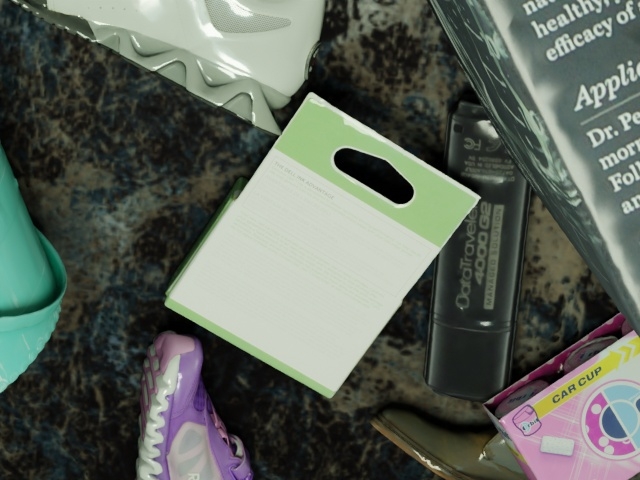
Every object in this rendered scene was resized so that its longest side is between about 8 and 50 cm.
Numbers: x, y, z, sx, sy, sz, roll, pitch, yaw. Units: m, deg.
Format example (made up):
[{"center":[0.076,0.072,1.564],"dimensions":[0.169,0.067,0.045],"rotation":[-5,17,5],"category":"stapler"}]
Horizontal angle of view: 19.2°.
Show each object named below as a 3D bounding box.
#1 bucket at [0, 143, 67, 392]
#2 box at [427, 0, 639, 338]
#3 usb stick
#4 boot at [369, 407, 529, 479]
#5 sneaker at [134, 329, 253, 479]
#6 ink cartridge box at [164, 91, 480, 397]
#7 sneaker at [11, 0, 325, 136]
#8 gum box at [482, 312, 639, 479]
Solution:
[{"center":[-0.346,0.019,1.494],"dimensions":[0.281,0.281,0.183],"rotation":[-17,123,10],"category":"bucket"},{"center":[0.180,-0.257,1.172],"dimensions":[0.297,0.480,0.472],"rotation":[-26,106,3],"category":"box"},{"center":[0.134,0.011,1.592],"dimensions":[0.077,0.045,0.278],"rotation":[7,117,8],"category":"usb stick"},{"center":[0.158,0.172,1.668],"dimensions":[0.219,0.082,0.106],"rotation":[27,92,-6],"category":"boot"},{"center":[-0.109,0.182,1.665],"dimensions":[0.104,0.095,0.236],"rotation":[2,121,-6],"category":"sneaker"},{"center":[0.000,0.000,1.582],"dimensions":[0.171,0.056,0.235],"rotation":[31,113,-11],"category":"ink cartridge box"},{"center":[-0.149,-0.216,1.465],"dimensions":[0.330,0.122,0.146],"rotation":[25,96,-9],"category":"sneaker"},{"center":[0.248,0.137,1.602],"dimensions":[0.188,0.062,0.107],"rotation":[-33,101,-4],"category":"gum box"}]
